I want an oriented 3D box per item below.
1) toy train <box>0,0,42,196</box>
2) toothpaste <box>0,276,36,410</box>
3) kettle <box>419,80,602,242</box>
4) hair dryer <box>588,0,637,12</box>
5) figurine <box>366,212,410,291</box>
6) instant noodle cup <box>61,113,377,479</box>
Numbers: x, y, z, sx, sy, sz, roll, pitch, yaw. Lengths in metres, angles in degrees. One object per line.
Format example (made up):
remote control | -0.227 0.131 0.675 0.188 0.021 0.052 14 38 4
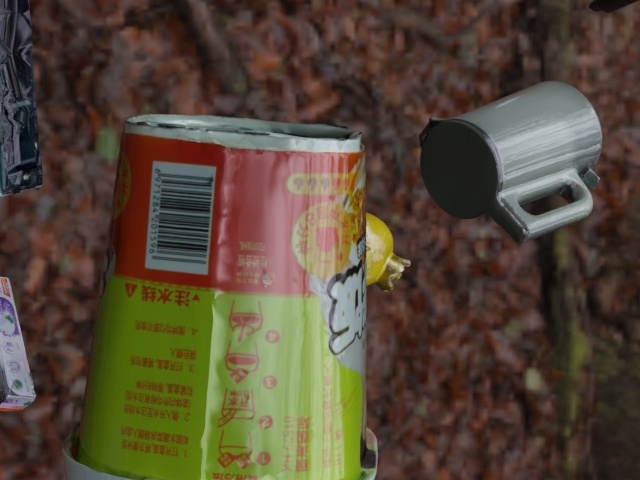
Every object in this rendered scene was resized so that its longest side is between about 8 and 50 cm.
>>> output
toy train | -0.449 -0.266 1.793 0.086 0.089 0.409 -22 115 -50
toothpaste | -0.427 0.135 1.754 0.047 0.040 0.196 13 47 -44
kettle | 0.170 -0.066 1.151 0.148 0.098 0.126 -22 94 -43
hair dryer | 0.426 -0.315 1.666 0.114 0.248 0.070 27 74 -16
figurine | 0.009 -0.009 1.854 0.234 0.127 0.185 50 15 10
instant noodle cup | -0.072 0.052 1.124 0.294 0.294 0.307 -14 111 -64
